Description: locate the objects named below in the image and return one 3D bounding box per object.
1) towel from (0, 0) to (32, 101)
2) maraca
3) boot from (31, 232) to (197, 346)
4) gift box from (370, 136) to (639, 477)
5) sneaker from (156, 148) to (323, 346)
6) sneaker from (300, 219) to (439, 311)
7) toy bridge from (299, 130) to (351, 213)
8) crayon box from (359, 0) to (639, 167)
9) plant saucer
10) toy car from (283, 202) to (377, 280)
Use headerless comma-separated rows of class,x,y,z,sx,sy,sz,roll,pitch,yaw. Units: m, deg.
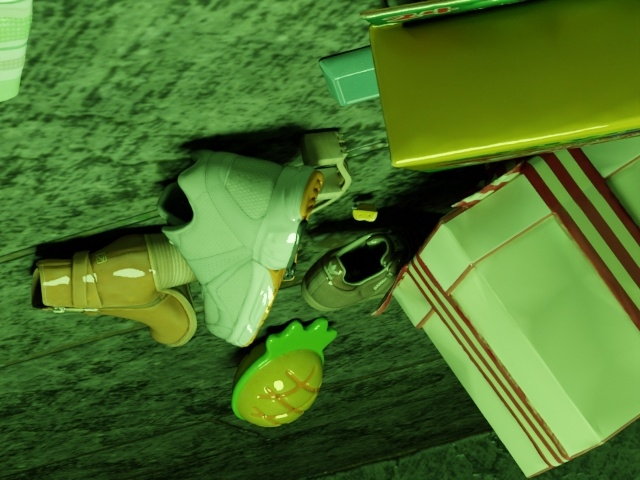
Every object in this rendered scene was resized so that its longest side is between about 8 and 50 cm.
towel,-0.226,-0.111,0.784,0.113,0.023,0.152,-7,162,-18
maraca,-0.047,0.166,1.706,0.127,0.099,0.185,-7,137,-39
boot,-0.194,0.051,1.258,0.152,0.073,0.197,-10,151,-16
gift box,0.208,0.041,1.184,0.276,0.258,0.255,-30,168,-20
sneaker,-0.082,-0.002,1.132,0.121,0.099,0.262,22,148,-2
sneaker,0.071,0.018,1.314,0.188,0.066,0.071,-24,166,-33
toy bridge,-0.010,-0.047,1.156,0.063,0.026,0.188,-8,163,-20
crayon box,0.140,-0.095,0.780,0.202,0.081,0.318,-9,180,10
plant saucer,0.097,-0.136,0.967,0.192,0.018,0.067,-14,163,4
toy car,0.000,0.000,1.271,0.122,0.060,0.040,-9,-164,9
